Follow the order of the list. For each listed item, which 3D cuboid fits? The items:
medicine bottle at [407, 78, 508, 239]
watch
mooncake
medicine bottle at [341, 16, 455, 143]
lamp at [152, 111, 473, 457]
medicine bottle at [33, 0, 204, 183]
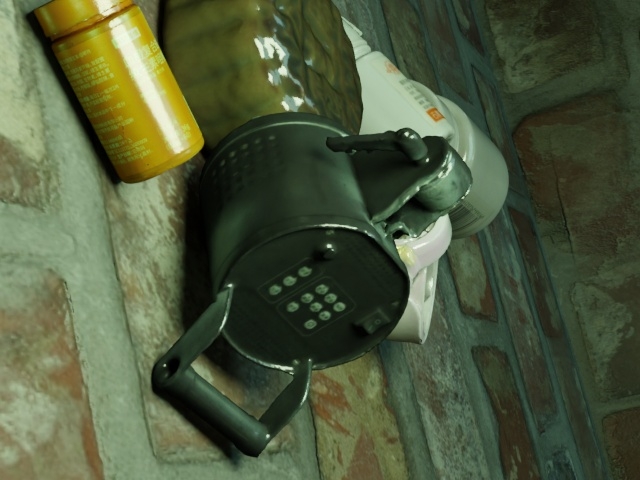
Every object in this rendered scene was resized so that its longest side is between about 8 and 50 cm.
[{"bbox_3d":[0.177,-0.136,1.829,0.339,0.208,0.208,27,48,-61],"label":"medicine bottle"},{"bbox_3d":[0.082,0.053,1.532,0.231,0.196,0.244,83,18,-54],"label":"watch"},{"bbox_3d":[-0.064,-0.214,1.352,0.290,0.161,0.290,48,32,-44],"label":"mooncake"},{"bbox_3d":[0.068,-0.200,1.590,0.252,0.144,0.144,46,20,7],"label":"medicine bottle"},{"bbox_3d":[-0.033,0.001,1.173,0.205,0.374,0.272,46,0,-37],"label":"lamp"},{"bbox_3d":[-0.196,-0.160,1.064,0.192,0.096,0.096,66,21,-17],"label":"medicine bottle"}]
